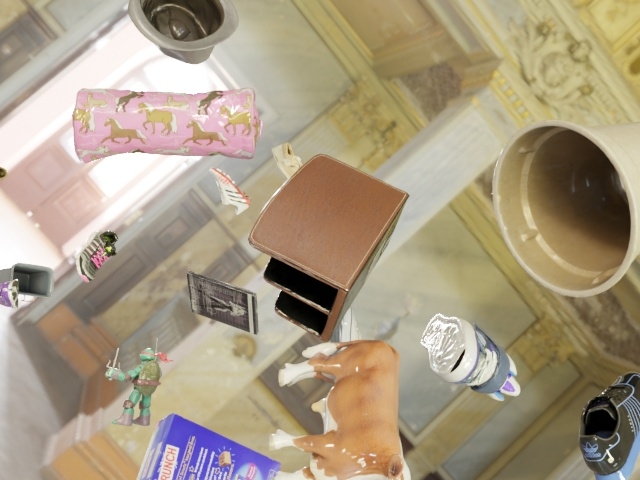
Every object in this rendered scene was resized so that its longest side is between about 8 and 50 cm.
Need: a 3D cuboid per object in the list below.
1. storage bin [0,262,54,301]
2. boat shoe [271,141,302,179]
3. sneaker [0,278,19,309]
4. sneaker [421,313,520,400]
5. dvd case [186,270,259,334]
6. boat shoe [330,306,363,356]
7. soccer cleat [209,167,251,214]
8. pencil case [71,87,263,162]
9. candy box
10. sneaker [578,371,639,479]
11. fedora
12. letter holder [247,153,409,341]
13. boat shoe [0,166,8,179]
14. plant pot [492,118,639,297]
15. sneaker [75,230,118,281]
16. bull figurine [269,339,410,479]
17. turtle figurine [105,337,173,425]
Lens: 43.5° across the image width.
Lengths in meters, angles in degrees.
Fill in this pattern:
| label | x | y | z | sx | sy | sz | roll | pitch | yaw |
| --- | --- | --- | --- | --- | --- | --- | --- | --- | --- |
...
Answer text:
| label | x | y | z | sx | sy | sz | roll | pitch | yaw |
| --- | --- | --- | --- | --- | --- | --- | --- | --- | --- |
| storage bin | -0.799 | 0.115 | 2.153 | 0.091 | 0.098 | 0.135 | -5 | -11 | 32 |
| boat shoe | -0.081 | -0.209 | 2.181 | 0.063 | 0.059 | 0.170 | 48 | 11 | -50 |
| sneaker | -0.730 | 0.127 | 1.832 | 0.170 | 0.071 | 0.068 | -17 | -106 | 59 |
| sneaker | 0.358 | 0.273 | 1.753 | 0.236 | 0.130 | 0.323 | 31 | 3 | -6 |
| dvd case | -0.280 | 0.180 | 2.313 | 0.221 | 0.018 | 0.164 | 17 | -46 | 18 |
| boat shoe | 0.073 | 0.267 | 2.064 | 0.076 | 0.226 | 0.083 | 18 | -34 | -20 |
| soccer cleat | -0.140 | -0.074 | 1.200 | 0.083 | 0.035 | 0.029 | 46 | -5 | -25 |
| pencil case | -0.313 | -0.239 | 1.667 | 0.167 | 0.386 | 0.160 | -96 | -175 | -57 |
| candy box | -0.280 | 0.605 | 1.924 | 0.317 | 0.268 | 0.122 | 32 | -42 | -20 |
| sneaker | 0.455 | 0.264 | 1.234 | 0.081 | 0.232 | 0.090 | -17 | -70 | 38 |
| fedora | -0.331 | -0.517 | 1.928 | 0.275 | 0.243 | 0.124 | 46 | -27 | 16 |
| letter holder | 0.000 | 0.000 | 1.510 | 0.214 | 0.302 | 0.152 | 27 | -44 | 9 |
| boat shoe | -0.769 | -0.158 | 1.842 | 0.135 | 0.045 | 0.050 | -31 | 106 | -80 |
| plant pot | 0.560 | -0.094 | 1.539 | 0.334 | 0.305 | 0.334 | 35 | -46 | 48 |
| sneaker | -0.547 | 0.032 | 1.983 | 0.170 | 0.075 | 0.063 | -82 | 151 | -51 |
| bull figurine | 0.033 | 0.253 | 1.063 | 0.310 | 0.188 | 0.101 | -82 | 169 | -53 |
| turtle figurine | -0.481 | 0.371 | 2.130 | 0.175 | 0.234 | 0.118 | 17 | -12 | -43 |
